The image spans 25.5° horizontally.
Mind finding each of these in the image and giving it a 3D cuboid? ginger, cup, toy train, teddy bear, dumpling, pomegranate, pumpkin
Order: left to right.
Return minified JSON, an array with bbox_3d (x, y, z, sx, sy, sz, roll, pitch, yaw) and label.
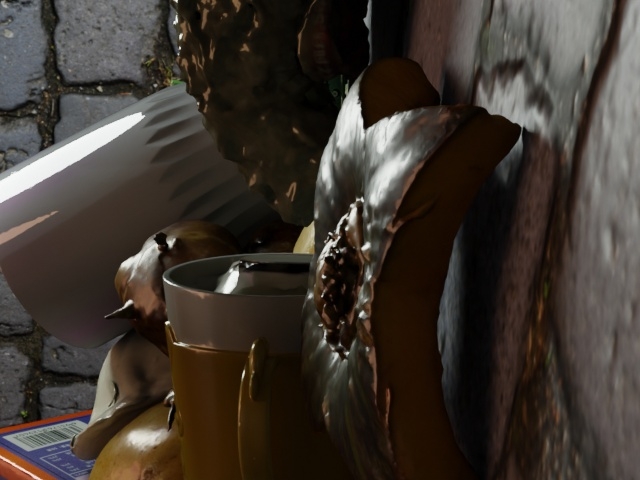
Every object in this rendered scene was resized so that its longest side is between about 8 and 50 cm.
[{"bbox_3d":[-0.207,-0.044,1.745,0.253,0.372,0.253,48,-153,-34],"label":"cup"},{"bbox_3d":[-0.145,0.309,1.637,0.264,0.264,0.264,-175,90,-83],"label":"pomegranate"},{"bbox_3d":[-0.157,0.159,1.806,0.260,0.341,0.181,-34,66,38],"label":"dumpling"},{"bbox_3d":[-0.100,0.129,1.485,0.176,0.254,0.418,110,159,-45],"label":"ginger"},{"bbox_3d":[-0.036,0.127,1.106,0.241,0.185,0.226,-54,-35,-77],"label":"cup"},{"bbox_3d":[-0.011,-0.242,1.315,0.367,0.225,0.357,-67,-14,-58],"label":"teddy bear"},{"bbox_3d":[0.011,-0.125,1.536,0.071,0.038,0.147,177,97,-86],"label":"toy train"},{"bbox_3d":[0.043,0.016,0.907,0.290,0.095,0.258,-131,50,-76],"label":"pumpkin"}]

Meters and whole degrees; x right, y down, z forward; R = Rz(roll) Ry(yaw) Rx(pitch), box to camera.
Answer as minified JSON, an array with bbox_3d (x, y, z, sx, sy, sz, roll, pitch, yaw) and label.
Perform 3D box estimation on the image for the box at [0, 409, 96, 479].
[{"bbox_3d":[-0.272,0.413,1.889,0.257,0.349,0.318,16,105,41],"label":"box"}]

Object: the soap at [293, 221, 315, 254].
[{"bbox_3d":[0.000,0.000,1.409,0.089,0.033,0.168,-94,29,-64],"label":"soap"}]

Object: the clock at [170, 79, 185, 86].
[{"bbox_3d":[-0.128,-0.118,2.000,0.106,0.220,0.255,104,177,-49],"label":"clock"}]
